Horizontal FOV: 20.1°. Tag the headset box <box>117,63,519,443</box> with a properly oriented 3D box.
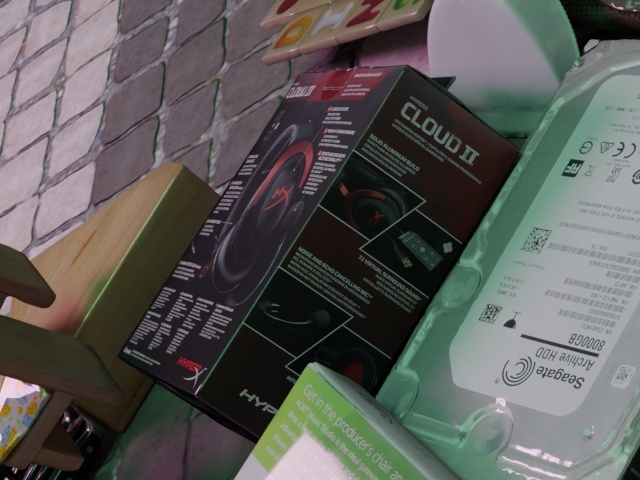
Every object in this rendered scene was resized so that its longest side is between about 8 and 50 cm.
[{"bbox_3d":[0.000,0.000,1.286,0.293,0.110,0.218,-58,19,-9],"label":"headset box"}]

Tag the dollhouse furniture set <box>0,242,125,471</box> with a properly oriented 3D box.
[{"bbox_3d":[-0.328,0.215,1.280,0.362,0.256,0.394,-55,45,12],"label":"dollhouse furniture set"}]

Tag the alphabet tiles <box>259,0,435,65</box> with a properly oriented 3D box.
[{"bbox_3d":[0.083,-0.271,1.543,0.342,0.011,0.285,-8,43,56],"label":"alphabet tiles"}]

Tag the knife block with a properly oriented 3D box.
[{"bbox_3d":[-0.184,0.096,1.481,0.275,0.088,0.242,-33,37,24],"label":"knife block"}]

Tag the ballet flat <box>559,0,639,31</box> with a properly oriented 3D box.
[{"bbox_3d":[0.206,-0.183,1.337,0.250,0.058,0.084,5,56,46],"label":"ballet flat"}]

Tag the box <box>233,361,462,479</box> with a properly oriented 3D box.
[{"bbox_3d":[-0.019,0.263,1.084,0.322,0.058,0.232,-58,38,7],"label":"box"}]

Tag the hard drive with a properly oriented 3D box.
[{"bbox_3d":[0.183,0.024,1.140,0.237,0.064,0.339,13,68,55],"label":"hard drive"}]

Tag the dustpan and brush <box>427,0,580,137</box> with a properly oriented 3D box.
[{"bbox_3d":[0.125,-0.184,1.329,0.060,0.211,0.147,-33,22,-32],"label":"dustpan and brush"}]
